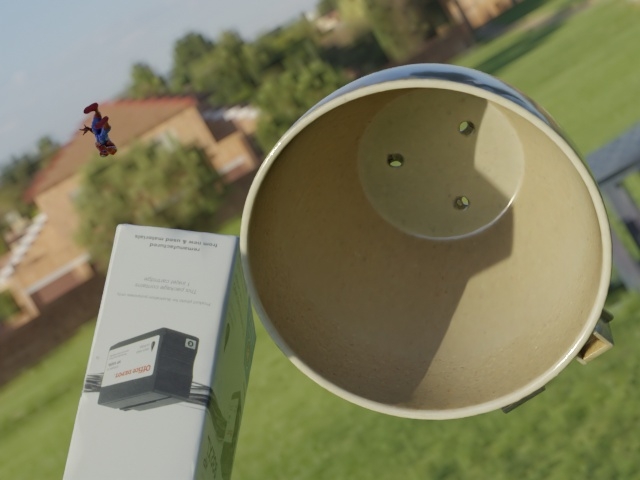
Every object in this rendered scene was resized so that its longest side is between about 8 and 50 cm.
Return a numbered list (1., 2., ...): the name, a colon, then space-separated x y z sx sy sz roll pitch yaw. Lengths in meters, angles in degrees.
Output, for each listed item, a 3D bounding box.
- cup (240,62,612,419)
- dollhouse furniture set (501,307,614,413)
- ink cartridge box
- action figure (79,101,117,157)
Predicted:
1. cup: 0.106 -0.034 1.686 0.331 0.331 0.237 -28 18 19
2. dollhouse furniture set: 0.199 0.073 1.946 0.161 0.182 0.101 -35 37 26
3. ink cartridge box: -0.153 0.173 1.749 0.129 0.307 0.223 6 -30 5
4. action figure: -0.259 -0.123 2.102 0.030 0.038 0.115 -40 -15 -11
